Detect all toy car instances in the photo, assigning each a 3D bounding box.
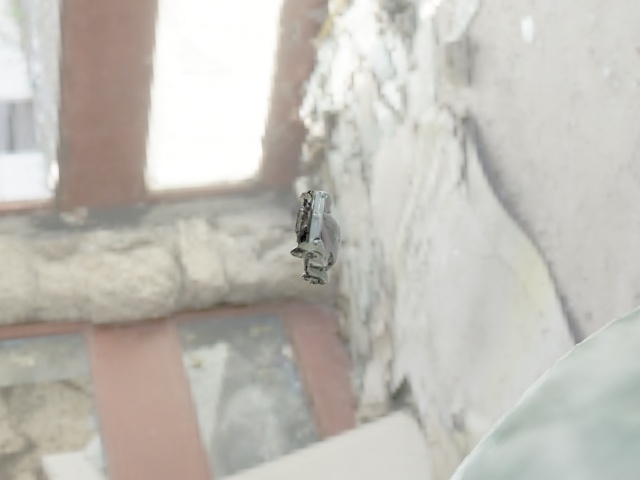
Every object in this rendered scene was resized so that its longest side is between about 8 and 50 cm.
[{"bbox_3d":[0.000,0.000,0.853,0.093,0.025,0.041,67,-149,-71],"label":"toy car"}]

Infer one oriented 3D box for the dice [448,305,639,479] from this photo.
[{"bbox_3d":[0.256,0.242,0.683,0.330,0.328,0.348,22,149,51],"label":"dice"}]
